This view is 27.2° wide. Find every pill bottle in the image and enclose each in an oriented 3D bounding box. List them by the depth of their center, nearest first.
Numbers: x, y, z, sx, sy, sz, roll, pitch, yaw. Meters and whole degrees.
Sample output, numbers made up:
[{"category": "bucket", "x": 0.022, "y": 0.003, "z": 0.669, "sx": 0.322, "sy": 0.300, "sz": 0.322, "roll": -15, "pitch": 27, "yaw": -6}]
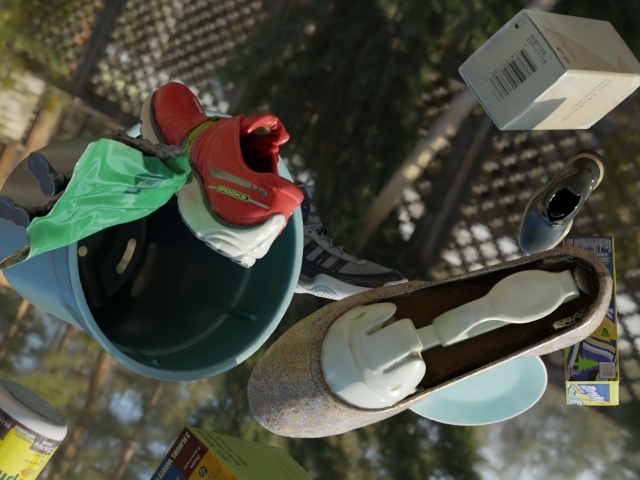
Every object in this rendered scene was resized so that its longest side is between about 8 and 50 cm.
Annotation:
[{"category": "pill bottle", "x": -0.411, "y": 0.281, "z": 1.598, "sx": 0.117, "sy": 0.215, "sz": 0.117, "roll": 35, "pitch": -179, "yaw": 0}]

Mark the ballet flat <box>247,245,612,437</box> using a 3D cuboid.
[{"category": "ballet flat", "x": 0.090, "y": 0.071, "z": 1.062, "sx": 0.106, "sy": 0.316, "sz": 0.107, "roll": 113, "pitch": 135, "yaw": -78}]

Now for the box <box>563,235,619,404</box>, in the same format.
[{"category": "box", "x": 0.277, "y": 0.081, "z": 1.355, "sx": 0.054, "sy": 0.169, "sz": 0.059, "roll": -1, "pitch": 149, "yaw": 12}]

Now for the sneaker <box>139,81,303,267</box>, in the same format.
[{"category": "sneaker", "x": -0.087, "y": -0.084, "z": 1.286, "sx": 0.107, "sy": 0.118, "sz": 0.279, "roll": 37, "pitch": -167, "yaw": -41}]

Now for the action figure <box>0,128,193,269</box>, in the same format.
[{"category": "action figure", "x": -0.172, "y": -0.047, "z": 1.097, "sx": 0.063, "sy": 0.137, "sz": 0.232, "roll": 50, "pitch": -158, "yaw": 10}]

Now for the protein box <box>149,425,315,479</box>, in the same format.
[{"category": "protein box", "x": -0.079, "y": 0.345, "z": 1.578, "sx": 0.200, "sy": 0.136, "sz": 0.201, "roll": 38, "pitch": -173, "yaw": 36}]

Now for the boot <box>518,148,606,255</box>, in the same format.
[{"category": "boot", "x": 0.338, "y": -0.036, "z": 1.963, "sx": 0.077, "sy": 0.198, "sz": 0.137, "roll": 31, "pitch": -146, "yaw": 9}]

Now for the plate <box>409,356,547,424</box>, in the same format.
[{"category": "plate", "x": 0.178, "y": 0.160, "z": 1.595, "sx": 0.188, "sy": 0.188, "sz": 0.024, "roll": 24, "pitch": -135, "yaw": -18}]

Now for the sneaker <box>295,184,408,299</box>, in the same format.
[{"category": "sneaker", "x": 0.000, "y": 0.000, "z": 1.883, "sx": 0.268, "sy": 0.153, "sz": 0.101, "roll": 9, "pitch": -177, "yaw": 3}]

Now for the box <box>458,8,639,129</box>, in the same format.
[{"category": "box", "x": 0.364, "y": -0.258, "z": 2.037, "sx": 0.311, "sy": 0.148, "sz": 0.121, "roll": -8, "pitch": -119, "yaw": -53}]

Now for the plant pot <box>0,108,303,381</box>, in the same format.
[{"category": "plant pot", "x": -0.258, "y": -0.005, "z": 1.770, "sx": 0.341, "sy": 0.341, "sz": 0.334, "roll": 22, "pitch": 171, "yaw": -37}]
